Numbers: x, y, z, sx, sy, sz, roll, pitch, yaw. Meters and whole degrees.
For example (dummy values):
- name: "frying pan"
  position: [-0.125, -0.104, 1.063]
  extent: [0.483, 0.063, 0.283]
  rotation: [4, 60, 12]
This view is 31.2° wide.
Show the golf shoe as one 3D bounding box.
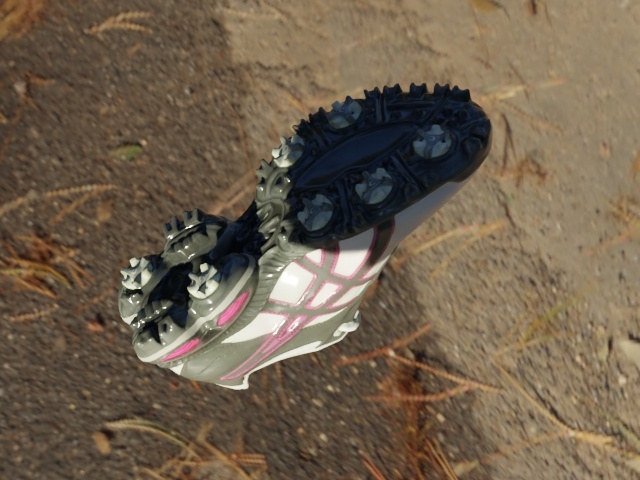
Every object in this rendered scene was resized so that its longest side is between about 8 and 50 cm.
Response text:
- name: "golf shoe"
  position: [0.000, 0.000, 0.742]
  extent: [0.273, 0.120, 0.105]
  rotation: [-32, 46, 16]
